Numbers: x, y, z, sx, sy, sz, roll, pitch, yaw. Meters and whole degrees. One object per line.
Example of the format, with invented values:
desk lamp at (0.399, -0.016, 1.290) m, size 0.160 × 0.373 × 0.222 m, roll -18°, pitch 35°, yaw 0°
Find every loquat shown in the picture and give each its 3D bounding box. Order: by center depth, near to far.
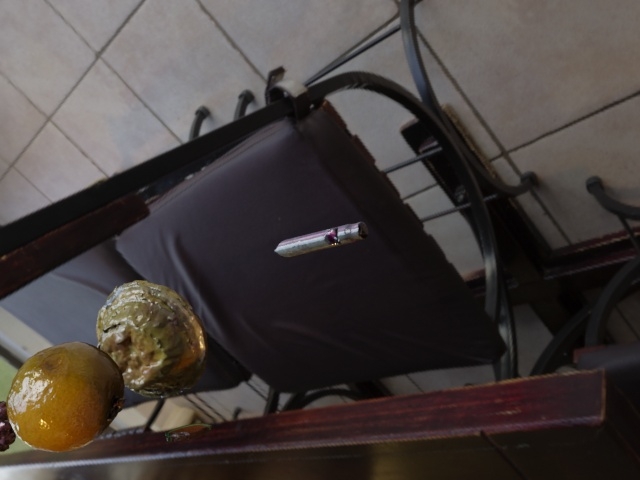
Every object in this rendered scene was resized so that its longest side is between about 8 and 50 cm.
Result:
loquat at (-0.470, 0.292, 1.065) m, size 0.208 × 0.208 × 0.208 m, roll 15°, pitch 137°, yaw 15°

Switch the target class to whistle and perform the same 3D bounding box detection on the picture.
whistle at (0.000, 0.000, 0.943) m, size 0.177 × 0.033 × 0.033 m, roll -14°, pitch 124°, yaw 34°

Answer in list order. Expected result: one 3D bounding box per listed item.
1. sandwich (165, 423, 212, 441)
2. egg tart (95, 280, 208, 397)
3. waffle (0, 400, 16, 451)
sandwich at (-0.309, 0.448, 1.318) m, size 0.069 × 0.101 × 0.026 m, roll -6°, pitch 87°, yaw 40°
egg tart at (-0.471, 0.279, 1.511) m, size 0.352 × 0.150 × 0.351 m, roll 5°, pitch 109°, yaw 16°
waffle at (-0.711, 0.335, 1.152) m, size 0.234 × 0.055 × 0.221 m, roll 38°, pitch 127°, yaw 2°
